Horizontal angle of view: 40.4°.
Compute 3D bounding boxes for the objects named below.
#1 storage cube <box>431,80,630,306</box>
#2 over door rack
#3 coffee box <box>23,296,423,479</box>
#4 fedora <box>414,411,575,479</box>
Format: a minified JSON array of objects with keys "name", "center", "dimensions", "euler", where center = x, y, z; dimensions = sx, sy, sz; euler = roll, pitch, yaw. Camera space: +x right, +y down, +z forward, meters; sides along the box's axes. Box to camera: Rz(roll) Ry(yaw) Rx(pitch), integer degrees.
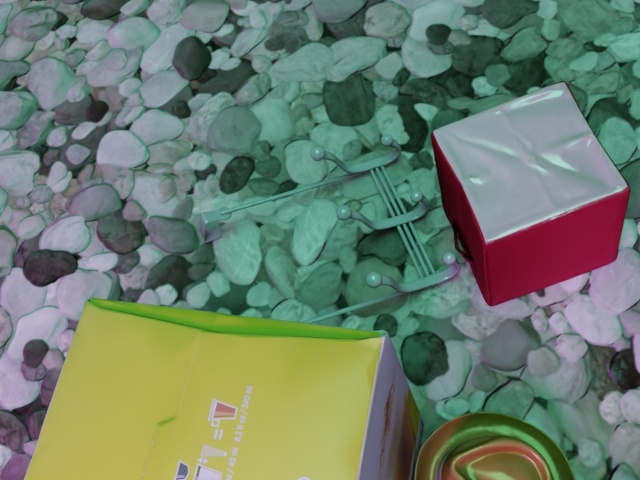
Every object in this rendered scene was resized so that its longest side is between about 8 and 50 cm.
[{"name":"storage cube","center":[0.270,-0.058,1.134],"dimensions":[0.215,0.193,0.184],"euler":[-21,60,2]},{"name":"over door rack","center":[0.000,0.000,1.213],"dimensions":[0.324,0.108,0.240],"euler":[-23,60,1]},{"name":"coffee box","center":[-0.093,0.290,0.951],"dimensions":[0.338,0.334,0.338],"euler":[5,64,15]},{"name":"fedora","center":[0.208,0.283,1.022],"dimensions":[0.194,0.079,0.194],"euler":[-1,63,2]}]
